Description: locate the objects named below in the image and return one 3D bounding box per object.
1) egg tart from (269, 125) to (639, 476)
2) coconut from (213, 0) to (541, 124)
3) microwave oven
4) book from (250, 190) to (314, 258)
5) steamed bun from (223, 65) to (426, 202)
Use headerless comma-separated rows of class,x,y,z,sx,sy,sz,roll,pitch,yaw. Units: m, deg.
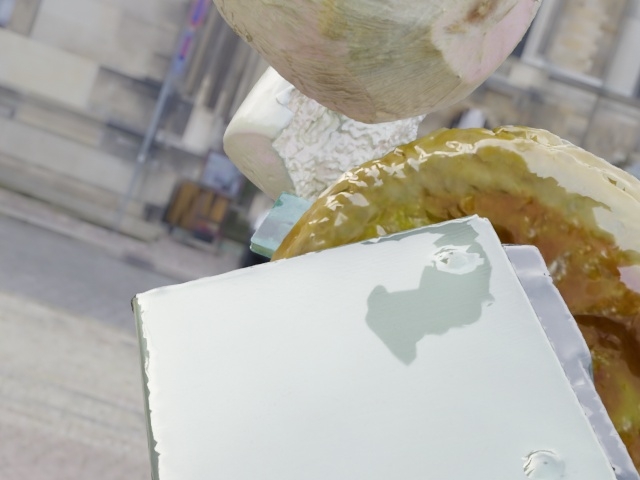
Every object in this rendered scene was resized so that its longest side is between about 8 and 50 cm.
egg tart,0.147,0.130,1.335,0.443,0.443,0.178,20,11,19
coconut,0.066,-0.247,1.415,0.254,0.297,0.297,44,12,23
microwave oven,0.061,0.241,0.930,0.247,0.394,0.333,-12,33,-2
book,0.000,0.000,1.839,0.135,0.017,0.103,20,44,11
steamed bun,0.005,-0.139,1.966,0.200,0.225,0.170,28,-33,7
